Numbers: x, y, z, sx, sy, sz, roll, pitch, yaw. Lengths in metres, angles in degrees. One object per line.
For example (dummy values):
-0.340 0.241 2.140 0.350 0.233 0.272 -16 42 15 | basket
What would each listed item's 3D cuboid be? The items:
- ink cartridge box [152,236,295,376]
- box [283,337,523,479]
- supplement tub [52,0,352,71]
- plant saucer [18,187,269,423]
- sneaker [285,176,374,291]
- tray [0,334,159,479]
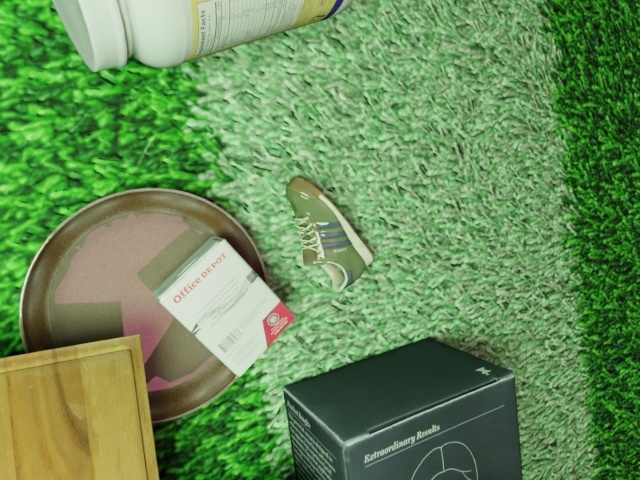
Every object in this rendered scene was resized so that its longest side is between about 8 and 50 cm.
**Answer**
-0.125 0.084 0.673 0.109 0.063 0.150 -46 112 -16 | ink cartridge box
0.135 0.398 0.802 0.294 0.212 0.395 -11 101 -25 | box
-0.135 -0.339 0.582 0.331 0.241 0.240 -26 106 -22 | supplement tub
-0.221 0.086 0.686 0.311 0.050 0.310 -3 96 -25 | plant saucer
0.000 0.000 0.778 0.192 0.064 0.086 48 69 -25 | sneaker
-0.268 0.320 0.530 0.203 0.076 0.410 -4 79 -41 | tray
